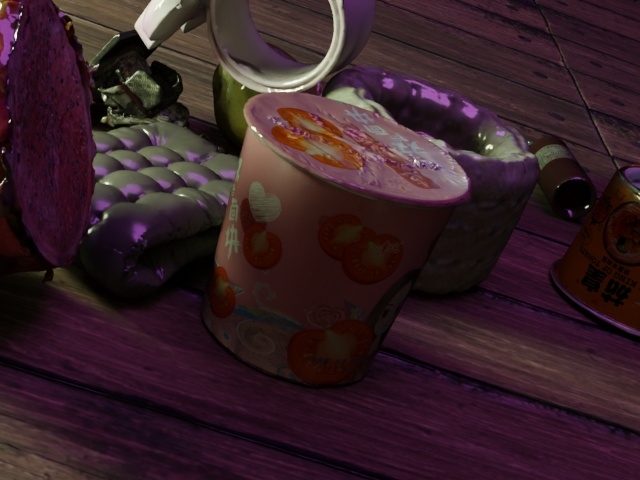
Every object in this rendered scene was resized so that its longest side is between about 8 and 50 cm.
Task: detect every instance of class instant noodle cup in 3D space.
[{"bbox_3d":[0.433,0.011,1.896,0.216,0.172,0.216,18,22,-8],"label":"instant noodle cup"},{"bbox_3d":[0.000,0.000,1.468,0.243,0.231,0.243,19,23,-8],"label":"instant noodle cup"}]

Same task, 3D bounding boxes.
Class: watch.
[{"bbox_3d":[-0.069,-0.271,1.749,0.217,0.248,0.211,47,30,2],"label":"watch"}]

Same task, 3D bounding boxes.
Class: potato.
[{"bbox_3d":[-0.051,-0.179,1.923,0.194,0.157,0.157,13,25,-24],"label":"potato"}]

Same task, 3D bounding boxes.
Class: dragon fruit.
[{"bbox_3d":[-0.368,-0.100,1.311,0.263,0.296,0.314,-3,-7,6],"label":"dragon fruit"}]

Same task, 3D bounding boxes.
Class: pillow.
[{"bbox_3d":[-0.184,-0.042,1.578,0.228,0.101,0.326,30,22,26],"label":"pillow"}]

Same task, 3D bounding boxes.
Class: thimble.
[{"bbox_3d":[0.108,-0.074,1.772,0.292,0.195,0.291,17,23,-8],"label":"thimble"}]

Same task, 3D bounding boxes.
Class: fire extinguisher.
[{"bbox_3d":[0.349,-0.109,2.230,0.099,0.071,0.231,-10,28,-4],"label":"fire extinguisher"}]

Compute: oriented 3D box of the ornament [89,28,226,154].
[{"bbox_3d":[-0.208,-0.152,1.827,0.196,0.153,0.166,50,29,5],"label":"ornament"}]
